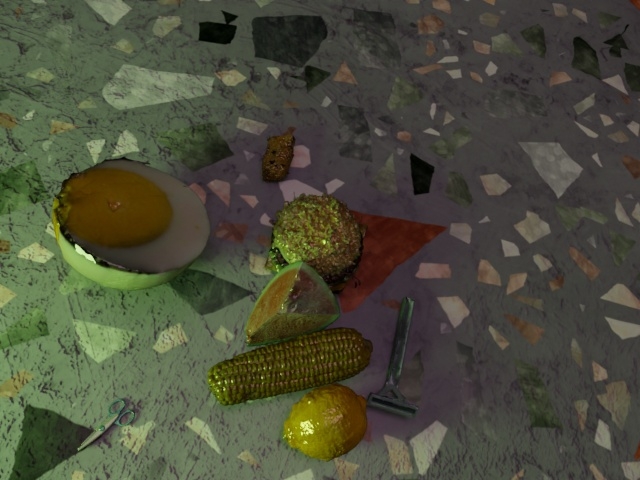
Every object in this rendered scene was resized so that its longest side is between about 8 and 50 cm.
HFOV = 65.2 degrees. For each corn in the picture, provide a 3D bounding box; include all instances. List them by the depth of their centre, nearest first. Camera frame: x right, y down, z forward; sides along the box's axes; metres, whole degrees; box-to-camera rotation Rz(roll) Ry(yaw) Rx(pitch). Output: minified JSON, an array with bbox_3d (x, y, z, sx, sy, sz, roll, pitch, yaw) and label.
[{"bbox_3d":[-0.059,0.266,1.074,0.363,0.120,0.120,-9,68,-16],"label":"corn"}]

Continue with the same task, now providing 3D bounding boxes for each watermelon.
[{"bbox_3d":[-0.054,0.159,1.115,0.146,0.231,0.128,29,39,-23],"label":"watermelon"}]

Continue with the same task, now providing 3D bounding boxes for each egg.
[{"bbox_3d":[-0.412,-0.006,1.089,0.337,0.201,0.337,16,43,-15],"label":"egg"}]

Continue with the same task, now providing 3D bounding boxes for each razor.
[{"bbox_3d":[0.184,0.261,1.164,0.111,0.056,0.278,17,57,-1],"label":"razor"}]

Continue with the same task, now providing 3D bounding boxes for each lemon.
[{"bbox_3d":[0.012,0.373,1.027,0.187,0.142,0.142,-19,70,-6],"label":"lemon"}]

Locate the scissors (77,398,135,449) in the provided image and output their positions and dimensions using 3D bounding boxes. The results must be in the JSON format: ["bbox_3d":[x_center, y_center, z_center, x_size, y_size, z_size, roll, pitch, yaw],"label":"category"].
[{"bbox_3d":[-0.437,0.379,1.014,0.058,0.014,0.119,42,62,11],"label":"scissors"}]

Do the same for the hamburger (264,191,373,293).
[{"bbox_3d":[0.000,0.000,1.194,0.261,0.139,0.243,20,64,0],"label":"hamburger"}]

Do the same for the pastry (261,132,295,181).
[{"bbox_3d":[-0.110,-0.220,1.320,0.080,0.056,0.140,3,67,4],"label":"pastry"}]
